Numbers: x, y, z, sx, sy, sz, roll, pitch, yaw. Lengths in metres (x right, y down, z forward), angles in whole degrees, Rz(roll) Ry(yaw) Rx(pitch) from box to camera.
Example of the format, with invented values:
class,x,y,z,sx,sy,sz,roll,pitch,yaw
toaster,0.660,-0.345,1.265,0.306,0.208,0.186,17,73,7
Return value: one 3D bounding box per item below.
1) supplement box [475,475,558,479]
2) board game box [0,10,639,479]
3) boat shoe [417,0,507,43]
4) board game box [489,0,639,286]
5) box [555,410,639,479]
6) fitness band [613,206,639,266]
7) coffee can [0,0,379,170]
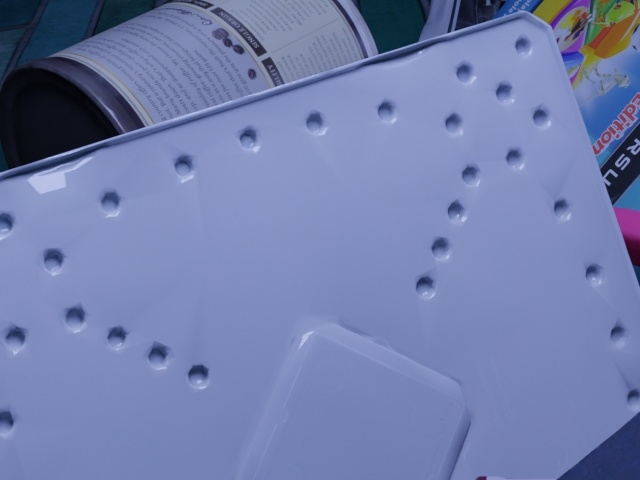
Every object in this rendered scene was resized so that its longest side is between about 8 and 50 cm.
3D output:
class,x,y,z,sx,sy,sz,roll,pitch,yaw
supplement box,0.141,0.218,0.565,0.130,0.239,0.073,-3,30,11
board game box,0.012,0.112,0.676,0.390,0.390,0.050,-20,3,-20
boat shoe,0.194,-0.258,1.535,0.119,0.121,0.335,6,43,11
board game box,0.276,-0.148,1.148,0.253,0.079,0.336,-51,37,12
box,0.258,0.216,0.328,0.212,0.395,0.293,-40,32,-1
fitness band,0.206,0.064,0.921,0.209,0.054,0.291,-44,32,-16
coffee can,-0.107,-0.109,1.084,0.202,0.201,0.275,19,40,40
